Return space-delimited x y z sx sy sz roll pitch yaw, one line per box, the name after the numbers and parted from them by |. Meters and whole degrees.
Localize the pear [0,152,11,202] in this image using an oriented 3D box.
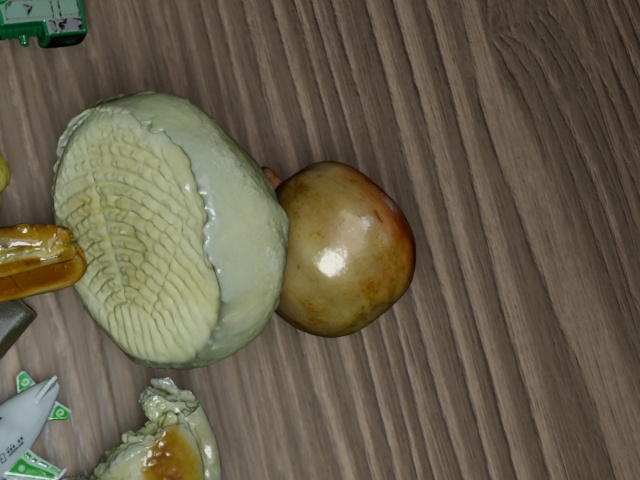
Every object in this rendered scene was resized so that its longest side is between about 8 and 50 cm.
-0.477 -0.074 1.110 0.178 0.178 0.178 7 73 -23 | pear

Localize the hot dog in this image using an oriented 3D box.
-0.424 0.036 1.085 0.268 0.115 0.072 -10 66 -7 | hot dog

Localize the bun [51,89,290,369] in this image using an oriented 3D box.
-0.177 -0.019 1.135 0.202 0.364 0.364 -25 87 -45 | bun

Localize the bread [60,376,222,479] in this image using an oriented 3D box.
-0.233 0.342 1.103 0.192 0.171 0.314 46 67 -16 | bread

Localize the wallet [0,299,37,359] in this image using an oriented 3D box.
-0.467 0.138 1.133 0.110 0.031 0.198 40 63 -9 | wallet

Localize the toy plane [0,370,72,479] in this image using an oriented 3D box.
-0.386 0.237 1.093 0.174 0.080 0.174 9 65 -19 | toy plane

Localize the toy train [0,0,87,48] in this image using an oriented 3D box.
-0.417 -0.336 1.258 0.227 0.091 0.136 -16 93 -27 | toy train

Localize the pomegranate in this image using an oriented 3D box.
0.000 0.000 1.265 0.229 0.252 0.270 -42 97 -8 | pomegranate
